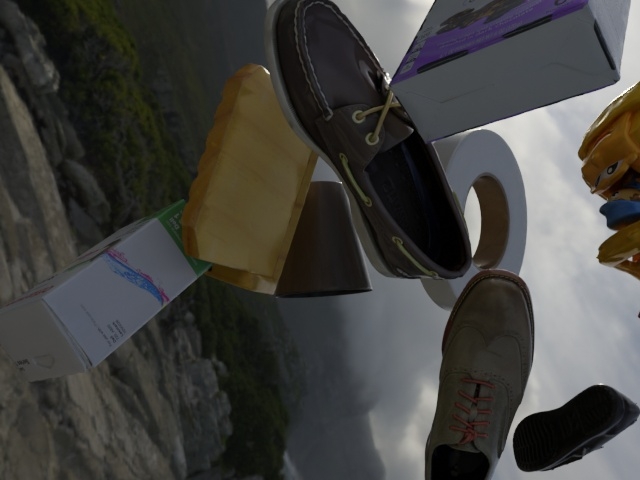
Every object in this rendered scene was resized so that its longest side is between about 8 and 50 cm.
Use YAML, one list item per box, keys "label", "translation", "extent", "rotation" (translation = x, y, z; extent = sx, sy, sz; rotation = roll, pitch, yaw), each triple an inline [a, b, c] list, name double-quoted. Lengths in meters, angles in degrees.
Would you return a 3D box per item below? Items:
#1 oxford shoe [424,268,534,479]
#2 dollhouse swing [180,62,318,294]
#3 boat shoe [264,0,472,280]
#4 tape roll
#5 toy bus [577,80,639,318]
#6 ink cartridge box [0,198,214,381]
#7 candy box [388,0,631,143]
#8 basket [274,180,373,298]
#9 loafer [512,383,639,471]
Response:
- label: "oxford shoe"
  translation: [0.210, 0.211, 0.821]
  extent: [0.130, 0.123, 0.348]
  rotation: [-48, 145, -68]
- label: "dollhouse swing"
  translation: [-0.178, -0.117, 1.066]
  extent: [0.305, 0.315, 0.346]
  rotation: [21, 85, -53]
- label: "boat shoe"
  translation: [0.056, -0.096, 0.623]
  extent: [0.097, 0.117, 0.324]
  rotation: [7, -51, 56]
- label: "tape roll"
  translation: [0.319, -0.036, 1.310]
  extent: [0.072, 0.392, 0.391]
  rotation: [2, -69, 42]
- label: "toy bus"
  translation: [0.336, -0.010, 0.588]
  extent: [0.220, 0.211, 0.149]
  rotation: [31, -18, 5]
- label: "ink cartridge box"
  translation: [-0.319, 0.072, 0.941]
  extent: [0.117, 0.201, 0.278]
  rotation: [60, 42, -14]
- label: "candy box"
  translation: [0.168, -0.187, 0.538]
  extent: [0.070, 0.165, 0.196]
  rotation: [51, 46, -27]
- label: "basket"
  translation: [0.000, 0.000, 1.312]
  extent: [0.154, 0.204, 0.226]
  rotation: [55, 31, -79]
- label: "loafer"
  translation: [0.356, 0.275, 0.879]
  extent: [0.220, 0.078, 0.080]
  rotation: [128, -28, -48]
